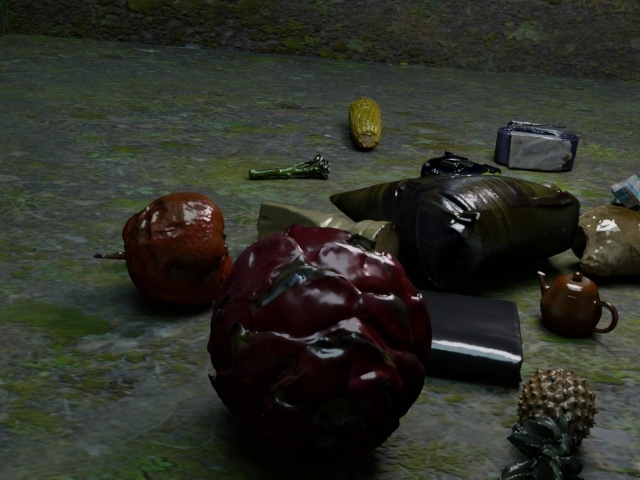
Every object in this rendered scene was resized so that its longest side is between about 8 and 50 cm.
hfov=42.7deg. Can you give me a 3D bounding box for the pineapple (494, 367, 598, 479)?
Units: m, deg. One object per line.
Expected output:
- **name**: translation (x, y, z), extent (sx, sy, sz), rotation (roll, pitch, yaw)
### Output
- **pineapple**: translation (0.300, 0.268, 1.076), extent (0.119, 0.130, 0.277), rotation (-1, 22, 21)

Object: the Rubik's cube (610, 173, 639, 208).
- **Rubik's cube**: translation (0.794, -0.122, 2.113), extent (0.084, 0.075, 0.073), rotation (-18, -13, -40)

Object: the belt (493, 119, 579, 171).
- **belt**: translation (0.625, -0.278, 2.372), extent (0.230, 0.126, 0.139), rotation (7, 22, 5)

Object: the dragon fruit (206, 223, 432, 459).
- **dragon fruit**: translation (-0.002, 0.139, 1.115), extent (0.329, 0.329, 0.329), rotation (3, 24, -1)

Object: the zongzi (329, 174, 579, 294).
- **zongzi**: translation (0.284, -0.063, 1.745), extent (0.403, 0.208, 0.432), rotation (-12, 24, -31)

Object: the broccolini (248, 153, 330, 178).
- **broccolini**: translation (-0.079, -0.188, 2.144), extent (0.216, 0.067, 0.058), rotation (-4, -14, -17)

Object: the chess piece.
- **chess piece**: translation (0.000, 0.000, 1.613), extent (0.301, 0.137, 0.137), rotation (14, 26, 30)

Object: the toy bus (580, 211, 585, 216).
- **toy bus**: translation (0.613, -0.018, 1.858), extent (0.123, 0.060, 0.075), rotation (22, 34, 39)

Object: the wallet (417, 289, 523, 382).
- **wallet**: translation (0.138, 0.147, 1.411), extent (0.406, 0.062, 0.228), rotation (7, 23, 6)

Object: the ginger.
- **ginger**: translation (0.659, 0.020, 1.699), extent (0.276, 0.130, 0.221), rotation (-10, 36, -18)

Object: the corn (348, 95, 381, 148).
- **corn**: translation (0.138, -0.358, 2.520), extent (0.106, 0.106, 0.305), rotation (3, 28, -1)

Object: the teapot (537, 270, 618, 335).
- **teapot**: translation (0.462, 0.109, 1.484), extent (0.116, 0.116, 0.173), rotation (-16, 31, -38)

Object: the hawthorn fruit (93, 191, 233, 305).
- **hawthorn fruit**: translation (-0.284, 0.022, 1.472), extent (0.243, 0.207, 0.207), rotation (-9, 25, -8)

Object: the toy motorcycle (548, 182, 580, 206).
- **toy motorcycle**: translation (0.463, -0.082, 1.930), extent (0.307, 0.108, 0.173), rotation (-8, 21, -29)

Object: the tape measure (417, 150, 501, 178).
- **tape measure**: translation (0.341, -0.147, 2.054), extent (0.199, 0.112, 0.186), rotation (23, 32, 40)
